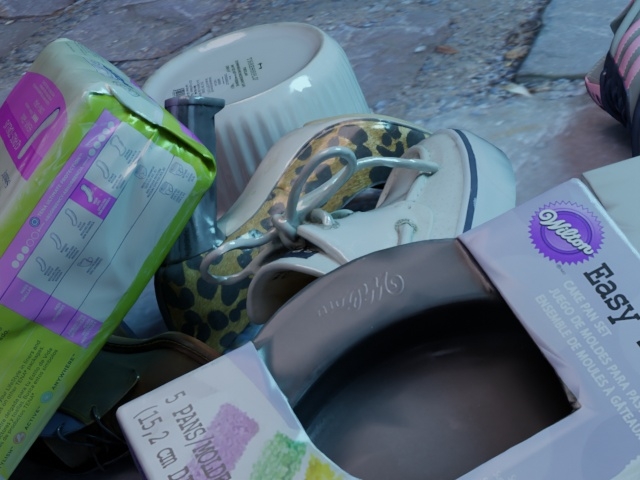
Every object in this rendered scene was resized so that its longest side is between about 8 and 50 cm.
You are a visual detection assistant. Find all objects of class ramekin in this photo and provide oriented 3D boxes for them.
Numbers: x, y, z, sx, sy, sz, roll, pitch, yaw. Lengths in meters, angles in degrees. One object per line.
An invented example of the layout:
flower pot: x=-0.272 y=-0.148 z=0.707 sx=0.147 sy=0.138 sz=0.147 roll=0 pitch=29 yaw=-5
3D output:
ramekin: x=-0.057 y=-0.100 z=1.056 sx=0.207 sy=0.109 sz=0.207 roll=-14 pitch=30 yaw=8

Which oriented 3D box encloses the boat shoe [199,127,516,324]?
boat shoe: x=0.011 y=0.029 z=0.729 sx=0.156 sy=0.136 sz=0.367 roll=27 pitch=40 yaw=-8

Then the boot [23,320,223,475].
boot: x=-0.114 y=0.114 z=0.785 sx=0.219 sy=0.082 sz=0.106 roll=11 pitch=58 yaw=44

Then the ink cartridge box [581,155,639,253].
ink cartridge box: x=0.243 y=0.018 z=0.661 sx=0.176 sy=0.128 sz=0.127 roll=-16 pitch=29 yaw=4

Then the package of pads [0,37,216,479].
package of pads: x=-0.201 y=0.023 z=0.801 sx=0.297 sy=0.101 sz=0.229 roll=-55 pitch=25 yaw=2

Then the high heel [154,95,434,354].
high heel: x=0.000 y=0.000 z=0.921 sx=0.261 sy=0.186 sz=0.093 roll=3 pitch=-6 yaw=-29

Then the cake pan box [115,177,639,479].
cake pan box: x=0.075 y=0.124 z=0.526 sx=0.245 sy=0.070 sz=0.267 roll=-24 pitch=61 yaw=-14

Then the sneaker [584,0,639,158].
sneaker: x=0.251 y=-0.101 z=0.910 sx=0.131 sy=0.112 sz=0.319 roll=-20 pitch=22 yaw=35
